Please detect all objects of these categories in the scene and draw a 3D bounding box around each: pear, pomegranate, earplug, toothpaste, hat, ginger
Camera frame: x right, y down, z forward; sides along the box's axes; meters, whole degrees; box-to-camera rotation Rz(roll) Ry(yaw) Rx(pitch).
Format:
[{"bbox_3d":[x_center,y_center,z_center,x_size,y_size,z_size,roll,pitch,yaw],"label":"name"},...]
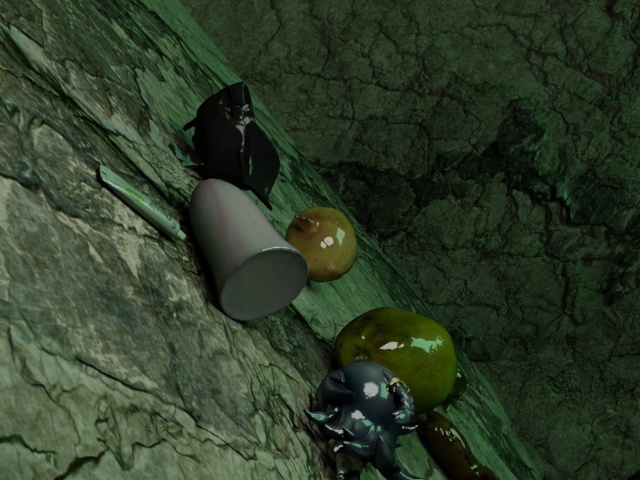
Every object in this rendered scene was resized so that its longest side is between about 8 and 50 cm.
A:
[{"bbox_3d":[0.175,0.279,1.800,0.321,0.269,0.269,16,36,-45],"label":"pear"},{"bbox_3d":[0.006,0.010,2.053,0.207,0.207,0.207,52,10,-13],"label":"pomegranate"},{"bbox_3d":[-0.165,-0.010,1.468,0.172,0.172,0.301,43,7,-49],"label":"earplug"},{"bbox_3d":[-0.298,-0.058,1.317,0.197,0.029,0.048,43,14,-36],"label":"toothpaste"},{"bbox_3d":[-0.232,-0.202,1.861,0.336,0.209,0.238,69,17,-45],"label":"hat"},{"bbox_3d":[0.429,0.495,2.673,0.152,0.131,0.191,-122,-166,-53],"label":"pomegranate"},{"bbox_3d":[0.367,0.578,2.101,0.309,0.107,0.133,50,24,-4],"label":"ginger"}]

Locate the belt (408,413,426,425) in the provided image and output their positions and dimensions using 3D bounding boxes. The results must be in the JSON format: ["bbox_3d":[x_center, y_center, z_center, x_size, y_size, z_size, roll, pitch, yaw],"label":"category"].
[{"bbox_3d":[0.206,0.397,2.106,0.232,0.053,0.071,58,18,23],"label":"belt"}]

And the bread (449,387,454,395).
[{"bbox_3d":[0.282,0.367,2.317,0.268,0.146,0.268,48,11,-13],"label":"bread"}]

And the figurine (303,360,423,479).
[{"bbox_3d":[0.080,0.334,1.403,0.265,0.197,0.175,-120,-165,-51],"label":"figurine"}]
